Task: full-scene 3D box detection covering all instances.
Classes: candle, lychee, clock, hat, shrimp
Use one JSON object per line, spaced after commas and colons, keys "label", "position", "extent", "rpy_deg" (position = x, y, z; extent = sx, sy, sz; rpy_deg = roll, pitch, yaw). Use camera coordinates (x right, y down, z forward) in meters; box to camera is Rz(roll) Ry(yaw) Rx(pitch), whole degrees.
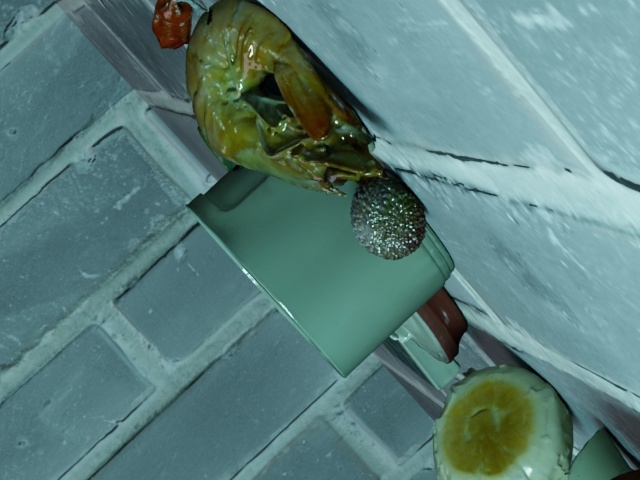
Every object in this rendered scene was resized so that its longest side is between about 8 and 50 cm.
{"label": "candle", "position": [-0.143, -0.221, 1.685], "extent": [0.048, 0.053, 0.162], "rpy_deg": [42, 173, -1]}
{"label": "lychee", "position": [0.059, -0.019, 1.465], "extent": [0.067, 0.068, 0.083], "rpy_deg": [-5, 141, 27]}
{"label": "clock", "position": [0.038, 0.020, 1.882], "extent": [0.318, 0.080, 0.318], "rpy_deg": [47, 176, 4]}
{"label": "hat", "position": [0.301, 0.249, 1.577], "extent": [0.122, 0.081, 0.166], "rpy_deg": [-27, -91, -55]}
{"label": "shrimp", "position": [-0.031, -0.110, 1.363], "extent": [0.267, 0.061, 0.145], "rpy_deg": [40, 131, 47]}

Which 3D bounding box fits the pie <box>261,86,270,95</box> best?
{"label": "pie", "position": [-0.063, -0.117, 1.681], "extent": [0.034, 0.092, 0.170], "rpy_deg": [-3, 147, 28]}

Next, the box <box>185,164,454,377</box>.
{"label": "box", "position": [0.000, 0.000, 1.608], "extent": [0.226, 0.149, 0.226], "rpy_deg": [47, 175, 5]}

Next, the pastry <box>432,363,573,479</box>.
{"label": "pastry", "position": [0.183, 0.205, 1.700], "extent": [0.166, 0.166, 0.088], "rpy_deg": [43, 180, 43]}

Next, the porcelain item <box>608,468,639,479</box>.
{"label": "porcelain item", "position": [0.271, 0.314, 1.315], "extent": [0.253, 0.253, 0.253], "rpy_deg": [47, 175, 5]}

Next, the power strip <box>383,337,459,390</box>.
{"label": "power strip", "position": [0.114, 0.131, 2.363], "extent": [0.118, 0.046, 0.270], "rpy_deg": [48, 176, -16]}

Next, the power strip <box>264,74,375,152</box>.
{"label": "power strip", "position": [-0.002, -0.110, 1.428], "extent": [0.123, 0.032, 0.056], "rpy_deg": [42, 174, 44]}

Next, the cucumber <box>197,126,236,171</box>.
{"label": "cucumber", "position": [-0.084, -0.084, 2.217], "extent": [0.115, 0.063, 0.244], "rpy_deg": [51, 179, 38]}
